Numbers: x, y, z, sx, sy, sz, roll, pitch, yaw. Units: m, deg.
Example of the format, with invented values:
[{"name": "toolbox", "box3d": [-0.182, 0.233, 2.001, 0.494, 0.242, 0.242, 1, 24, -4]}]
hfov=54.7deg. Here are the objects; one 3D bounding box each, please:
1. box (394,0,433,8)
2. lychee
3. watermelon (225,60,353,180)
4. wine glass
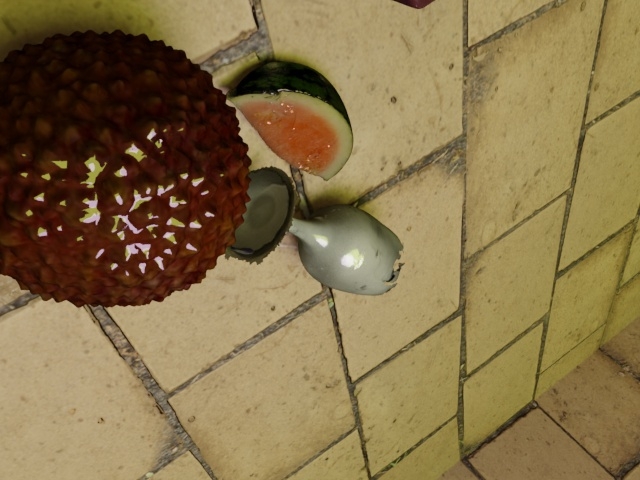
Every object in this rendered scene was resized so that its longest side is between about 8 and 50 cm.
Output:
[{"name": "box", "box3d": [0.127, -0.397, 0.663, 0.294, 0.167, 0.193, -39, 139, -8]}, {"name": "lychee", "box3d": [-0.200, -0.061, 0.588, 0.275, 0.304, 0.276, -1, 94, -13]}, {"name": "watermelon", "box3d": [-0.024, -0.159, 0.825, 0.119, 0.063, 0.245, -34, 148, 15]}, {"name": "wine glass", "box3d": [0.000, 0.000, 0.912, 0.143, 0.143, 0.321, -54, 143, 10]}]
